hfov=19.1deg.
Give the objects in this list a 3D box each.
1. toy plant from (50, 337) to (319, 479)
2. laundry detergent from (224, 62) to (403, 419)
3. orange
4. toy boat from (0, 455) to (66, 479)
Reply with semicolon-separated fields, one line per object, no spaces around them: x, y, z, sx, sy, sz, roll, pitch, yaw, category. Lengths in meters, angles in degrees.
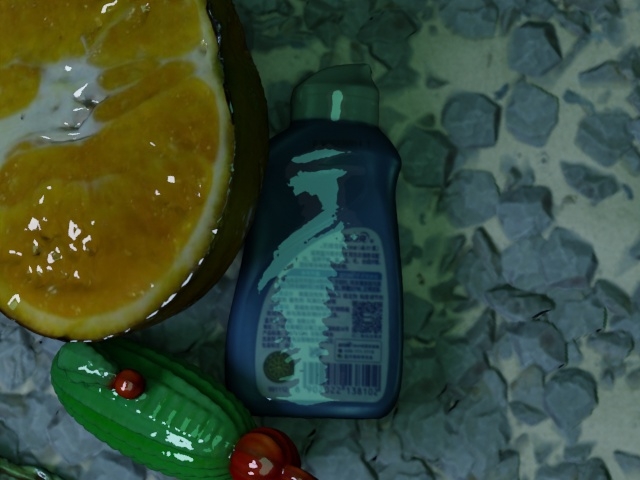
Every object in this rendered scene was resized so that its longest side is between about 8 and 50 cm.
-0.106;0.145;1.493;0.240;0.154;0.088;28;76;7;toy plant
0.000;0.000;1.544;0.143;0.094;0.290;4;84;-1;laundry detergent
-0.162;-0.081;1.453;0.274;0.274;0.310;4;47;-3;orange
-0.169;0.231;1.513;0.293;0.108;0.099;11;114;-3;toy boat
